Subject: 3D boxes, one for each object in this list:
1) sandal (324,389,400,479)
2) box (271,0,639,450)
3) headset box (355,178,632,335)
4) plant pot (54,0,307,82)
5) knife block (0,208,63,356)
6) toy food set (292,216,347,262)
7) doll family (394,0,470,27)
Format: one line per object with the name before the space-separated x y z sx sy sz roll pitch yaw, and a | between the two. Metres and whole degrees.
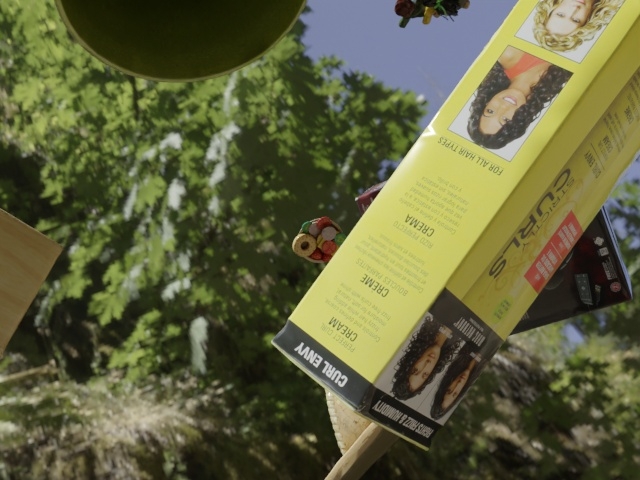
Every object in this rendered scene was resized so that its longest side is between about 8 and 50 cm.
sandal | 0.020 0.123 0.694 0.240 0.079 0.088 -54 -20 -15
box | 0.081 -0.023 0.434 0.232 0.058 0.087 -54 -36 -3
headset box | 0.194 0.003 1.169 0.293 0.218 0.110 -18 6 19
plant pot | -0.174 -0.379 1.108 0.275 0.293 0.274 -11 -39 -9
knife block | -0.322 -0.041 0.564 0.276 0.088 0.242 9 -33 20
toy food set | 0.000 0.000 1.651 0.083 0.020 0.082 30 -77 -19
doll family | 0.165 -0.338 1.230 0.111 0.076 0.193 -18 -37 -49
